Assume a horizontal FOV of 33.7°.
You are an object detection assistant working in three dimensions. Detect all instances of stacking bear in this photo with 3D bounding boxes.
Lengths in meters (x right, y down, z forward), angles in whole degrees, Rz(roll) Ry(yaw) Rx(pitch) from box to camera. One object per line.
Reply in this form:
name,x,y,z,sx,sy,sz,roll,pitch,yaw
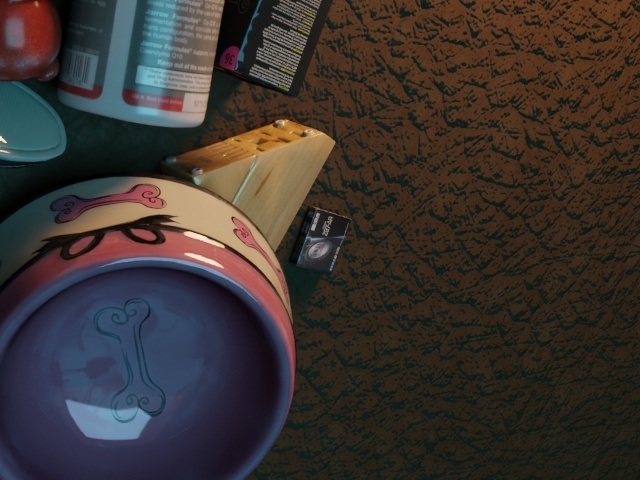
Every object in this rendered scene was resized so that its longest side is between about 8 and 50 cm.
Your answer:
stacking bear,-0.304,-0.298,1.025,0.175,0.164,0.289,-8,115,-35

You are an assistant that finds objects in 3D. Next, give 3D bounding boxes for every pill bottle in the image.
pill bottle,-0.179,-0.273,1.118,0.161,0.161,0.283,3,104,-38

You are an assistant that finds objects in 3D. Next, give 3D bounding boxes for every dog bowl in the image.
dog bowl,-0.209,0.139,1.169,0.407,0.150,0.408,-7,115,-16

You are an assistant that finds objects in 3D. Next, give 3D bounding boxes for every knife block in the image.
knife block,-0.105,0.000,1.318,0.275,0.088,0.242,-23,119,-29

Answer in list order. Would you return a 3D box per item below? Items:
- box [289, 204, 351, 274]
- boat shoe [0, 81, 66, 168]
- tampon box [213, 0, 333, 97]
box,0.000,0.000,1.442,0.067,0.018,0.083,17,95,-40
boat shoe,-0.402,-0.125,1.049,0.302,0.114,0.091,17,139,-40
tampon box,-0.068,-0.266,1.230,0.101,0.120,0.161,18,94,-40
